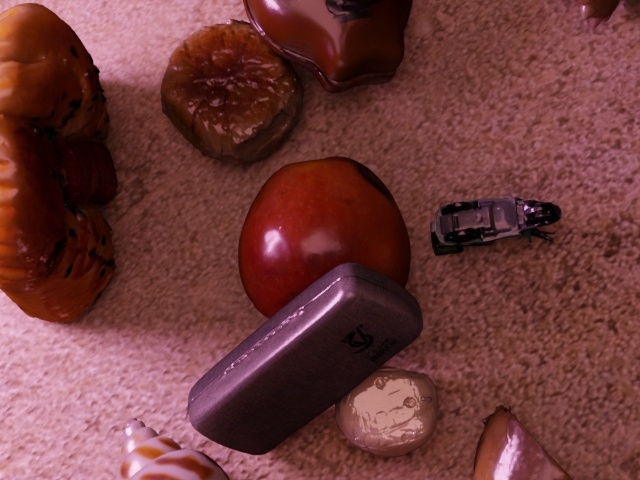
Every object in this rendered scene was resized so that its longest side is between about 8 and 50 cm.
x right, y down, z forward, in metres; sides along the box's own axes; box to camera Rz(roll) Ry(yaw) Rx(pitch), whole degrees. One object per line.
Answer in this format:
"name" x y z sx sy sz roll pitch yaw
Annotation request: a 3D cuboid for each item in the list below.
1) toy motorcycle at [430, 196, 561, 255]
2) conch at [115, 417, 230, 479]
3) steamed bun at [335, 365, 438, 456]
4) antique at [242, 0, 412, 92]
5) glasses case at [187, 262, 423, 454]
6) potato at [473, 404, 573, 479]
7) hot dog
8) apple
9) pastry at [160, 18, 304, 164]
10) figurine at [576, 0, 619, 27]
"toy motorcycle" 0.224 -0.021 1.942 0.173 0.100 0.058 -8 74 11
"conch" -0.192 0.340 1.874 0.182 0.149 0.275 -30 34 8
"steamed bun" 0.084 0.216 1.902 0.130 0.091 0.112 0 78 8
"antique" 0.013 -0.334 2.031 0.223 0.129 0.278 -9 60 -20
"glasses case" -0.024 0.150 1.851 0.323 0.131 0.074 -40 38 30
"potato" 0.250 0.323 1.841 0.138 0.098 0.243 -43 71 -2
"hot dog" -0.366 -0.109 1.932 0.196 0.365 0.367 -2 74 8
"apple" 0.000 0.000 1.916 0.230 0.230 0.230 -3 74 9
"pastry" -0.117 -0.202 2.055 0.182 0.093 0.192 -41 69 -10
"figurine" 0.403 -0.349 1.961 0.173 0.177 0.247 -30 78 -19
